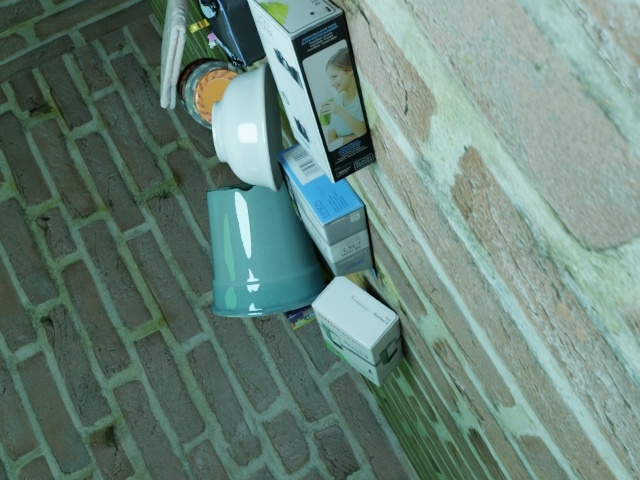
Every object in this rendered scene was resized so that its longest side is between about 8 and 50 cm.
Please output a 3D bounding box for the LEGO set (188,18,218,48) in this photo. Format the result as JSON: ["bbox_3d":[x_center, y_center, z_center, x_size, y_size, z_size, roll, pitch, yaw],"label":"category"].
[{"bbox_3d":[-0.318,-0.600,1.737,0.087,0.093,0.227,64,172,-14],"label":"LEGO set"}]

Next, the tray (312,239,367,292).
[{"bbox_3d":[0.000,0.000,1.878,0.410,0.076,0.203,62,172,3],"label":"tray"}]

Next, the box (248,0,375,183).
[{"bbox_3d":[-0.009,-0.254,0.984,0.169,0.087,0.290,55,170,39],"label":"box"}]

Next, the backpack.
[{"bbox_3d":[-0.167,-0.446,1.212,0.173,0.117,0.158,52,168,48],"label":"backpack"}]

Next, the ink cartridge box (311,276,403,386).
[{"bbox_3d":[0.107,0.252,1.682,0.211,0.121,0.289,34,159,28],"label":"ink cartridge box"}]

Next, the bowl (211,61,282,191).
[{"bbox_3d":[-0.171,-0.258,1.422,0.298,0.134,0.297,-4,-90,-87],"label":"bowl"}]

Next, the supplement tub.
[{"bbox_3d":[-0.326,-0.455,1.889,0.207,0.207,0.338,65,171,-24],"label":"supplement tub"}]

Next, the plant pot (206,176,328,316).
[{"bbox_3d":[-0.165,0.005,1.701,0.341,0.341,0.333,-148,49,-75],"label":"plant pot"}]

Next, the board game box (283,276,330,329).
[{"bbox_3d":[-0.033,0.187,1.853,0.048,0.170,0.141,66,170,-22],"label":"board game box"}]

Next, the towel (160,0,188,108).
[{"bbox_3d":[-0.455,-0.629,1.901,0.317,0.054,0.331,117,150,-48],"label":"towel"}]

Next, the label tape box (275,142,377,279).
[{"bbox_3d":[0.020,-0.046,1.463,0.240,0.106,0.333,57,171,33],"label":"label tape box"}]
